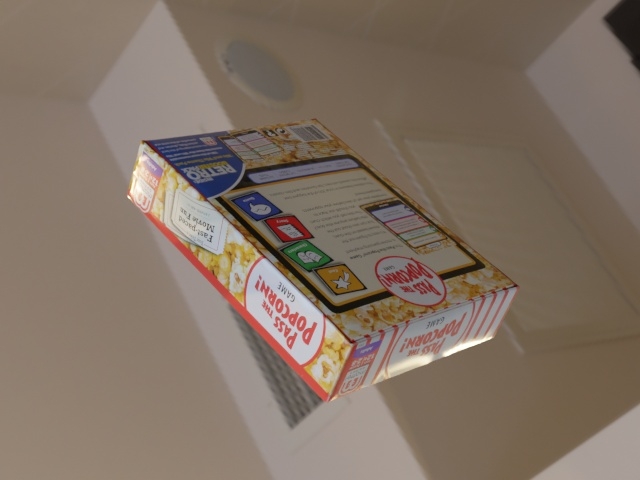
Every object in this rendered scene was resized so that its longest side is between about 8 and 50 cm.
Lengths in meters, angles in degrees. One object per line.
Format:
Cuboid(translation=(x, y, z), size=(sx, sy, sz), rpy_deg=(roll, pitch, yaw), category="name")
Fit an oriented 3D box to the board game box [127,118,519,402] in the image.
Cuboid(translation=(0.000, 0.000, 0.645), size=(0.147, 0.045, 0.193), rpy_deg=(-13, -135, -43), category="board game box")
